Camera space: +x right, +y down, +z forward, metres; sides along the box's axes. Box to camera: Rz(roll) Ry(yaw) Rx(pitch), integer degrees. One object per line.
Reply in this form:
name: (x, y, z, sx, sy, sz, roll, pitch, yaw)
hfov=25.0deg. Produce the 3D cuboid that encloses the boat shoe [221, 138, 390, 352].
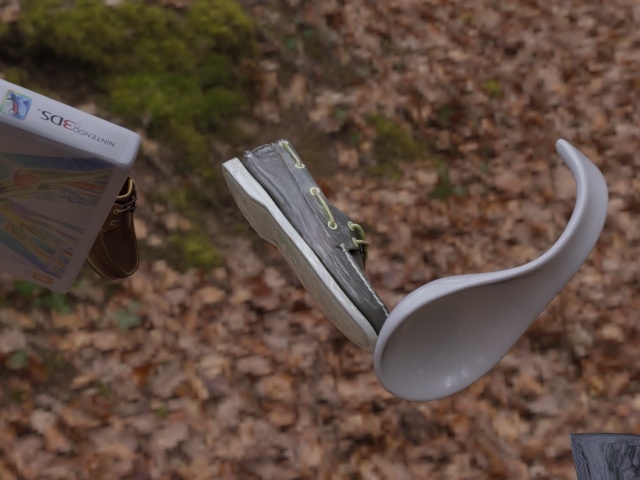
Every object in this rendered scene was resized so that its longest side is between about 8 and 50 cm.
boat shoe: (0.000, -0.003, 1.648, 0.091, 0.109, 0.305, -31, 58, -14)

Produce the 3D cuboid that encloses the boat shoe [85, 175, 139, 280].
boat shoe: (-0.209, -0.037, 1.398, 0.060, 0.178, 0.064, 0, 32, 27)

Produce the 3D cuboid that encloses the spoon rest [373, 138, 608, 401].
spoon rest: (0.156, 0.041, 1.288, 0.137, 0.276, 0.084, 30, 15, -40)

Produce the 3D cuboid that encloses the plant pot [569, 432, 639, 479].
plant pot: (0.419, 0.352, 1.817, 0.167, 0.188, 0.187, -13, 43, 8)

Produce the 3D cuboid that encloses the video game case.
video game case: (-0.315, -0.065, 1.151, 0.300, 0.036, 0.329, 21, -24, -10)
